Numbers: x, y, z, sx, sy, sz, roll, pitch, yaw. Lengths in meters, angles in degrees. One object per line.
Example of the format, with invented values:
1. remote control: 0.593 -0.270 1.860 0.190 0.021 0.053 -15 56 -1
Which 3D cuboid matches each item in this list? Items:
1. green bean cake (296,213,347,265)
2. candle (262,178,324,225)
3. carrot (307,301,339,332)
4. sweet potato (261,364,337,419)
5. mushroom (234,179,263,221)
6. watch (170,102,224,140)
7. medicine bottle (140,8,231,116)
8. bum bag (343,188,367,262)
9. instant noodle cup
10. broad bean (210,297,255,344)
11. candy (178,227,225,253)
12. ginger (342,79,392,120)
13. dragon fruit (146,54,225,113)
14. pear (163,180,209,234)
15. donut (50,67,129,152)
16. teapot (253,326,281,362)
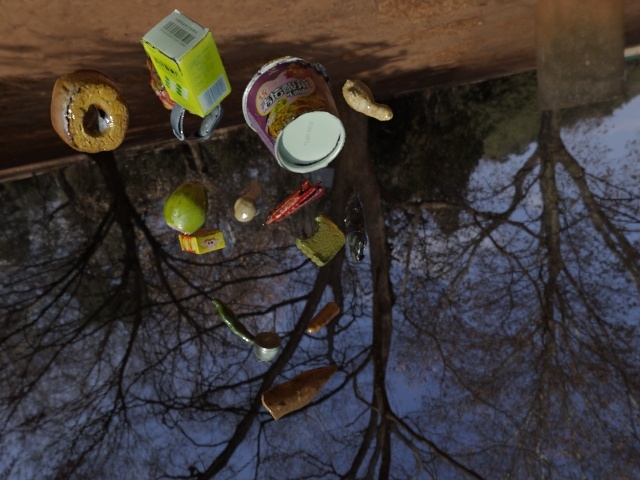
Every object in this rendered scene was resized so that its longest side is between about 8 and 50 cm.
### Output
1. green bean cake: 0.000 0.000 2.550 0.236 0.233 0.124 -47 180 -18
2. candle: -0.114 -0.146 1.832 0.301 0.084 0.059 -36 176 10
3. carrot: 0.002 0.234 1.328 0.048 0.048 0.139 3 -155 35
4. sweet potato: -0.073 0.599 1.803 0.336 0.131 0.131 -19 -159 -23
5. mushroom: -0.326 -0.177 2.043 0.122 0.159 0.329 -9 -166 2
6. watch: -0.449 -0.450 1.616 0.068 0.206 0.193 43 -167 24
7. medicine bottle: -0.365 -0.485 1.261 0.137 0.250 0.141 38 -105 14
8. bum bag: 0.149 -0.070 1.937 0.095 0.144 0.341 0 -120 -3
9. instant noodle cup: -0.076 -0.413 1.536 0.339 0.340 0.266 -16 -129 -11
10. broad bean: -0.349 0.353 1.861 0.060 0.297 0.043 -46 -174 -32
11. candy: -0.584 -0.001 2.207 0.146 0.088 0.276 -16 -169 -33
12. ginger: 0.126 -0.387 1.246 0.165 0.067 0.096 24 -149 -29
13. dragon fruit: -0.567 -0.650 1.875 0.314 0.296 0.263 1 158 -33
14. pear: -0.534 -0.142 1.812 0.187 0.220 0.187 21 169 4
15. donut: -0.896 -0.497 1.759 0.299 0.317 0.150 -39 -125 -12
16. teapot: -0.224 0.431 1.828 0.111 0.108 0.149 1 -154 -22
